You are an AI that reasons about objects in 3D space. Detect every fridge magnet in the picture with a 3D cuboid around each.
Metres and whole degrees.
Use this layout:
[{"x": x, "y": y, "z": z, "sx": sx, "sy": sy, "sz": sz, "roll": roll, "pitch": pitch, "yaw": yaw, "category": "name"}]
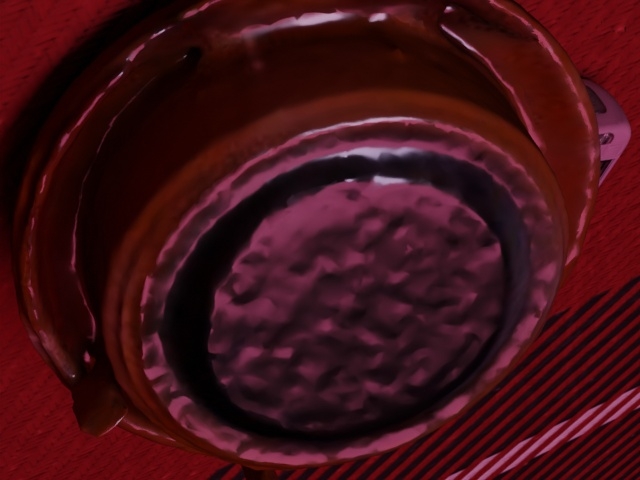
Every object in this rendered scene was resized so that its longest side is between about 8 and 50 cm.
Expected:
[{"x": 0.000, "y": 0.000, "z": 0.971, "sx": 0.364, "sy": 0.155, "sz": 0.363, "roll": -10, "pitch": 128, "yaw": -12, "category": "fridge magnet"}]

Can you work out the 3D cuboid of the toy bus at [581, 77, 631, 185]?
[{"x": 0.124, "y": -0.063, "z": 1.130, "sx": 0.203, "sy": 0.063, "sz": 0.090, "roll": -10, "pitch": 143, "yaw": -35, "category": "toy bus"}]
